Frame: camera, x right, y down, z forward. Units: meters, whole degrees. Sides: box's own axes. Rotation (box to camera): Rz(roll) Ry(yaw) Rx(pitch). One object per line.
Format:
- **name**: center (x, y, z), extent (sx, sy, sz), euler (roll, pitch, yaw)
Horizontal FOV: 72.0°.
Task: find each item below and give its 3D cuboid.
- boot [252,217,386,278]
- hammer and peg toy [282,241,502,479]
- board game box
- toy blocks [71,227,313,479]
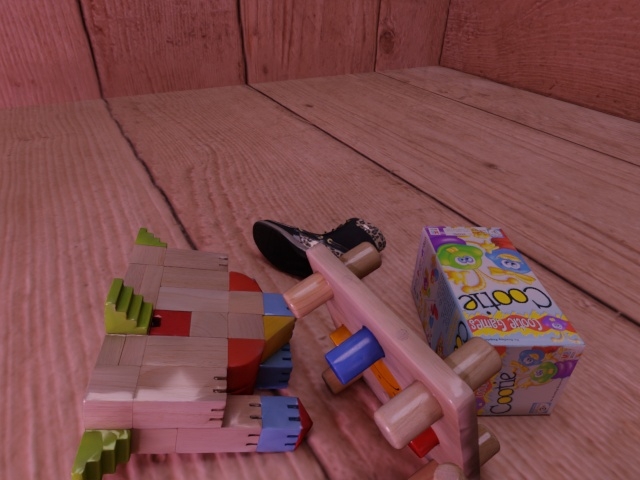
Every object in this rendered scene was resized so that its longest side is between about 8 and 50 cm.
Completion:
- **boot**: center (0.001, 0.002, 0.891), extent (0.237, 0.085, 0.179), euler (27, 38, 23)
- **hammer and peg toy**: center (0.109, 0.172, 0.469), extent (0.128, 0.265, 0.361), euler (-31, 41, -13)
- **board game box**: center (0.247, 0.109, 0.682), extent (0.142, 0.144, 0.275), euler (1, 33, -3)
- **toy blocks**: center (-0.150, 0.137, 0.619), extent (0.261, 0.190, 0.381), euler (6, 32, -15)
